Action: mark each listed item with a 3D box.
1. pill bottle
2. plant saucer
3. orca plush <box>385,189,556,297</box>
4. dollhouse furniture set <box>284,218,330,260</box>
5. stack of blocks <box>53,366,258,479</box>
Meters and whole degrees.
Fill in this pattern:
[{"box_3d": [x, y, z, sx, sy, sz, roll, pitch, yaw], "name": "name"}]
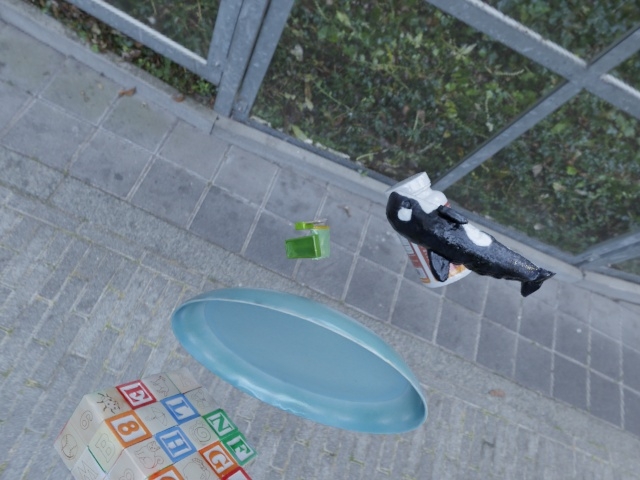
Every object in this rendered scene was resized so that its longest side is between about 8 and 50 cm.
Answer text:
[{"box_3d": [0.218, -0.023, 0.908, 0.121, 0.121, 0.216, -33, 99, -31], "name": "pill bottle"}, {"box_3d": [-0.027, 0.147, 0.543, 0.318, 0.317, 0.043, 30, 55, -10], "name": "plant saucer"}, {"box_3d": [0.224, 0.028, 0.743, 0.287, 0.151, 0.102, 31, 87, -8], "name": "orca plush"}, {"box_3d": [0.000, 0.000, 0.794, 0.152, 0.059, 0.076, -12, 95, -63], "name": "dollhouse furniture set"}, {"box_3d": [-0.159, 0.305, 0.552, 0.297, 0.087, 0.171, 40, 13, 23], "name": "stack of blocks"}]
